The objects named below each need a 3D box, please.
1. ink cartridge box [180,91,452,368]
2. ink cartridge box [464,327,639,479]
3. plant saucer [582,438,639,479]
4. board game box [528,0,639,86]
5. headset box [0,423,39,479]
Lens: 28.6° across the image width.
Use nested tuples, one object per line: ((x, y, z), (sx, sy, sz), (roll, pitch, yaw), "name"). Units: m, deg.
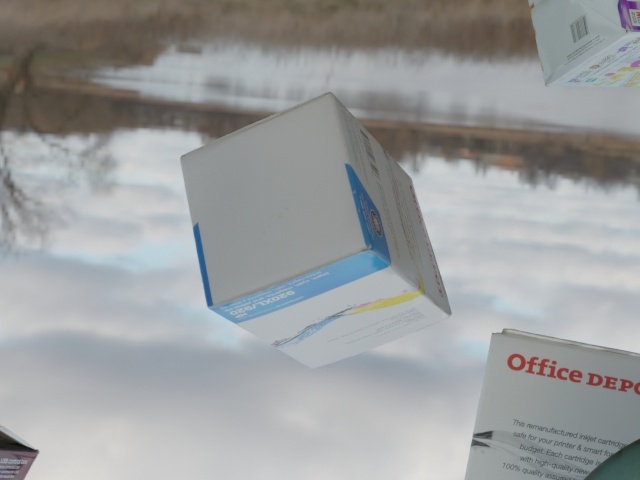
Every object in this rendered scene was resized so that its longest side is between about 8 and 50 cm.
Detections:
((0.000, 0.000, 1.238), (0.168, 0.171, 0.233), (-22, 153, 17), "ink cartridge box")
((0.250, 0.239, 1.239), (0.197, 0.272, 0.114), (10, 176, 22), "ink cartridge box")
((0.266, 0.303, 0.980), (0.318, 0.317, 0.044), (0, -170, -35), "plant saucer")
((0.374, -0.250, 1.312), (0.275, 0.142, 0.144), (-2, 166, -26), "board game box")
((-0.277, 0.167, 0.575), (0.110, 0.293, 0.218), (28, 179, 24), "headset box")
